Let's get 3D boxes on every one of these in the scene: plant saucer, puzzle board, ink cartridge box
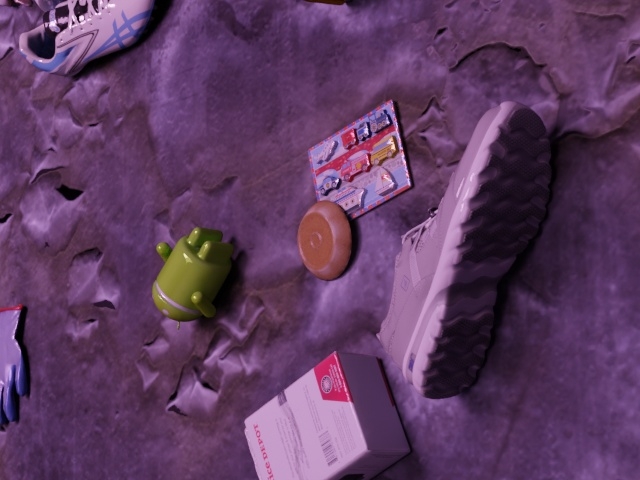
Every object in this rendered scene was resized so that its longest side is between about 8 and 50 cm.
[{"bbox_3d":[0.000,0.000,1.578,0.083,0.015,0.083,2,93,51],"label":"plant saucer"},{"bbox_3d":[0.038,-0.074,1.563,0.128,0.011,0.096,-29,63,41],"label":"puzzle board"},{"bbox_3d":[0.004,0.194,1.514,0.150,0.063,0.109,-40,57,36],"label":"ink cartridge box"}]

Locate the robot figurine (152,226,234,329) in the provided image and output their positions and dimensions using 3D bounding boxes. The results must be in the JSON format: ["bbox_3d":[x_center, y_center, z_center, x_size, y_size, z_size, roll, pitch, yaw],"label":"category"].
[{"bbox_3d":[-0.142,0.041,1.693,0.101,0.067,0.115,49,118,34],"label":"robot figurine"}]

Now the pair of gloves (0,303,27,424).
[{"bbox_3d":[-0.445,0.163,2.027,0.198,0.023,0.159,-5,78,45],"label":"pair of gloves"}]

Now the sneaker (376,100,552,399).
[{"bbox_3d":[0.115,-0.001,1.399,0.115,0.105,0.281,34,109,44],"label":"sneaker"}]

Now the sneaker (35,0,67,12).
[{"bbox_3d":[-0.284,-0.435,1.882,0.321,0.126,0.127,-47,58,33],"label":"sneaker"}]

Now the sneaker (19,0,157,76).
[{"bbox_3d":[-0.283,-0.270,1.884,0.237,0.086,0.085,-27,63,39],"label":"sneaker"}]

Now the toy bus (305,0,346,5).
[{"bbox_3d":[-0.014,-0.343,1.581,0.202,0.104,0.190,14,102,38],"label":"toy bus"}]

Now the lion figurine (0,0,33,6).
[{"bbox_3d":[-0.481,-0.455,2.091,0.392,0.142,0.240,21,102,42],"label":"lion figurine"}]
